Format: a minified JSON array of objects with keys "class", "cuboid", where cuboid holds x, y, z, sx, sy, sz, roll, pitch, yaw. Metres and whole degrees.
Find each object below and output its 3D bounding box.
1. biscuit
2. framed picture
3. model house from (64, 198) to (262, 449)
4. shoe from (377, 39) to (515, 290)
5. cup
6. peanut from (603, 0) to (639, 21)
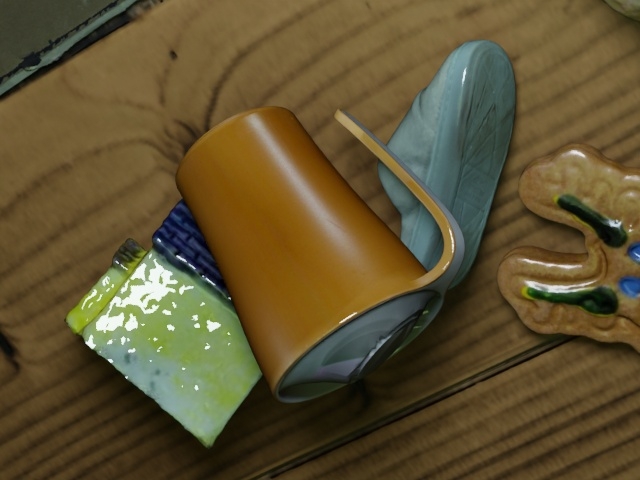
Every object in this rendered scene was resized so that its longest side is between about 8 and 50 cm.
[{"class":"biscuit","cuboid":[0.337,0.030,1.663,0.334,0.047,0.202,16,116,3]},{"class":"framed picture","cuboid":[-0.270,-0.282,1.656,0.281,0.019,0.209,-29,105,21]},{"class":"model house","cuboid":[-0.117,0.062,1.738,0.194,0.170,0.211,40,87,0]},{"class":"shoe","cuboid":[0.109,-0.075,1.638,0.100,0.103,0.251,24,117,34]},{"class":"cup","cuboid":[0.000,0.000,1.609,0.226,0.182,0.264,-38,70,15]},{"class":"peanut","cuboid":[0.243,-0.329,1.469,0.153,0.140,0.325,-19,107,18]}]
